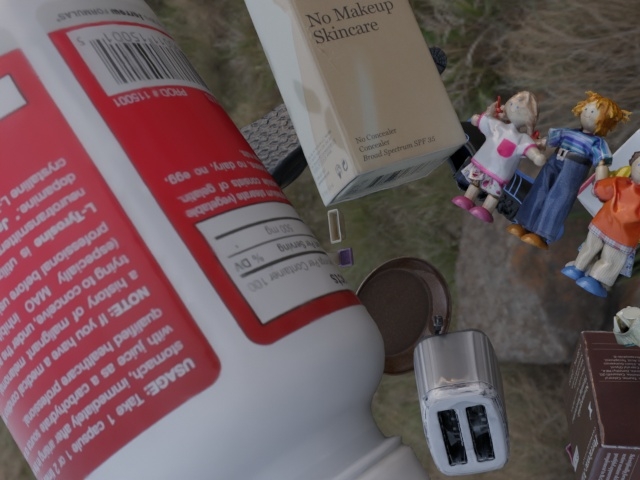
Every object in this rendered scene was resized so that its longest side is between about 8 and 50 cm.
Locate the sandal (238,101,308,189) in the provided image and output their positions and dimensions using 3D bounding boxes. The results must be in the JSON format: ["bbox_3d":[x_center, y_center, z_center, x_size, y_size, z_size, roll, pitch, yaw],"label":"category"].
[{"bbox_3d":[-0.086,-0.159,1.659,0.167,0.446,0.107,60,-176,36],"label":"sandal"}]

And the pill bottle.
[{"bbox_3d":[-0.107,0.048,0.570,0.407,0.229,0.229,55,148,13],"label":"pill bottle"}]

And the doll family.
[{"bbox_3d":[0.261,-0.058,0.855,0.263,0.118,0.163,41,108,48],"label":"doll family"}]

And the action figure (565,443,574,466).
[{"bbox_3d":[0.634,0.398,1.752,0.248,0.370,0.275,-22,53,33],"label":"action figure"}]

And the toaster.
[{"bbox_3d":[0.209,0.237,1.281,0.146,0.129,0.226,-87,-15,-59],"label":"toaster"}]

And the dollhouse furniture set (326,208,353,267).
[{"bbox_3d":[0.000,0.000,1.692,0.091,0.081,0.114,-13,82,52],"label":"dollhouse furniture set"}]

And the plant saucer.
[{"bbox_3d":[0.125,0.121,1.420,0.036,0.199,0.198,16,117,60],"label":"plant saucer"}]

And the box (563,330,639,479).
[{"bbox_3d":[0.453,0.258,1.239,0.203,0.167,0.168,-83,-7,-47],"label":"box"}]

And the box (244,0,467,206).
[{"bbox_3d":[0.027,-0.213,0.986,0.311,0.148,0.121,68,159,8],"label":"box"}]

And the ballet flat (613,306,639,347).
[{"bbox_3d":[0.411,0.107,1.128,0.052,0.057,0.168,51,180,6],"label":"ballet flat"}]

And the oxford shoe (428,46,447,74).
[{"bbox_3d":[0.164,-0.319,1.819,0.082,0.227,0.096,59,-172,-7],"label":"oxford shoe"}]

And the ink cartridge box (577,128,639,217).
[{"bbox_3d":[0.538,-0.144,1.270,0.117,0.283,0.207,48,157,11],"label":"ink cartridge box"}]

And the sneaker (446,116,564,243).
[{"bbox_3d":[0.257,-0.079,1.285,0.232,0.090,0.081,53,147,17],"label":"sneaker"}]
